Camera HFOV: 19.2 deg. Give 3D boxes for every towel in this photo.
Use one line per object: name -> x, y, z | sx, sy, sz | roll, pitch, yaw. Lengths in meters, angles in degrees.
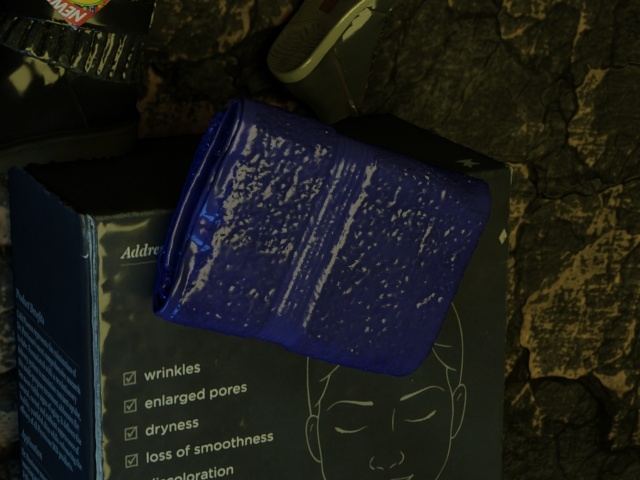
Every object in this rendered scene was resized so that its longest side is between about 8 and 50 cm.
towel -> 0.000, 0.000, 1.845 | 0.308, 0.076, 0.228 | 17, 103, -29

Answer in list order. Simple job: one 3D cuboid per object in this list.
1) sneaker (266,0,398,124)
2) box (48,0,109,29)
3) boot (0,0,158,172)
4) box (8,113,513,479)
sneaker -> 0.042, -0.239, 2.100 | 0.222, 0.083, 0.118 | -47, 140, -4
box -> -0.221, -0.400, 1.664 | 0.279, 0.177, 0.290 | -40, 131, 2
boot -> -0.316, -0.209, 1.883 | 0.348, 0.131, 0.260 | -10, 125, -34
box -> -0.067, 0.137, 2.050 | 0.480, 0.297, 0.472 | -7, 109, -24
